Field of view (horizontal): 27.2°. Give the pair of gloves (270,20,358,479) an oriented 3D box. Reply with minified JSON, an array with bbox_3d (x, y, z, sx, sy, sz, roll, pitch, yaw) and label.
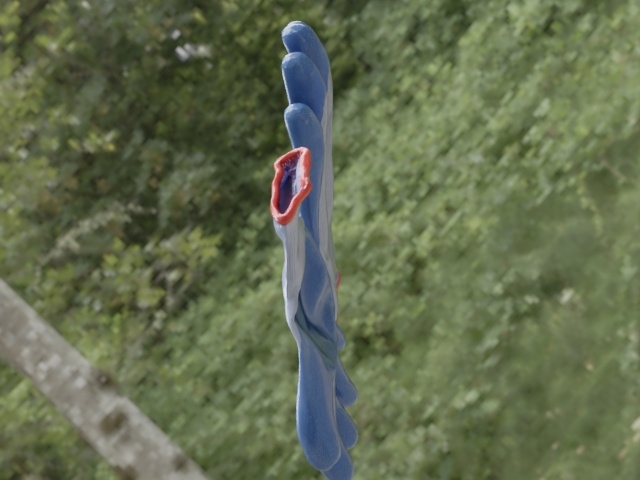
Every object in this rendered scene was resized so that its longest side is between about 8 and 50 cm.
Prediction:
[{"bbox_3d":[0.000,0.000,0.582,0.198,0.023,0.159,-87,-8,-53],"label":"pair of gloves"}]
